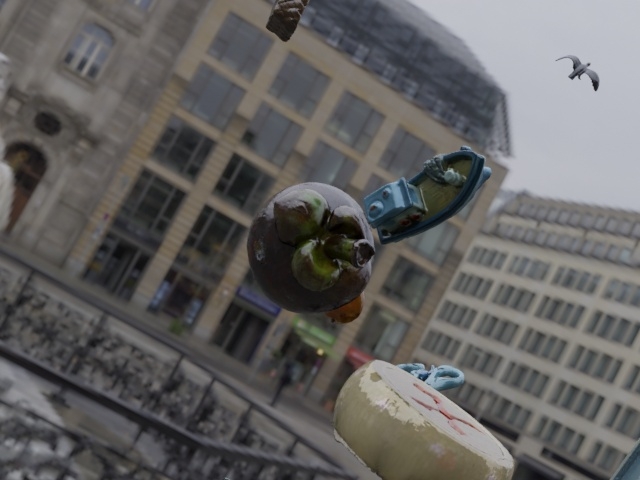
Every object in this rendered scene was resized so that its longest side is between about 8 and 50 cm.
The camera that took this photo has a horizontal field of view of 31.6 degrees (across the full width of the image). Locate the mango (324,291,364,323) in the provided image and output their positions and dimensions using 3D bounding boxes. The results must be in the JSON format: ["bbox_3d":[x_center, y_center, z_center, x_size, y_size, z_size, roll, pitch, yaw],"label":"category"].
[{"bbox_3d":[0.036,0.091,2.007,0.080,0.114,0.060,2,-7,-7],"label":"mango"}]

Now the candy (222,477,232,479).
[{"bbox_3d":[-0.121,0.496,2.000,0.046,0.053,0.182,-25,80,-48],"label":"candy"}]

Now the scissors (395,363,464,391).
[{"bbox_3d":[0.203,0.329,2.488,0.180,0.032,0.393,1,10,18],"label":"scissors"}]

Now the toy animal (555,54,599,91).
[{"bbox_3d":[0.422,-0.274,1.833,0.084,0.028,0.050,41,35,13],"label":"toy animal"}]

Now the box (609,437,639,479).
[{"bbox_3d":[0.524,0.427,1.756,0.162,0.227,0.130,36,-2,-12],"label":"box"}]

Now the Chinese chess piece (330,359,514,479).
[{"bbox_3d":[0.178,0.352,1.996,0.338,0.140,0.338,35,7,-5],"label":"Chinese chess piece"}]

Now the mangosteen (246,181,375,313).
[{"bbox_3d":[-0.008,0.001,1.384,0.172,0.172,0.184,27,-28,12],"label":"mangosteen"}]

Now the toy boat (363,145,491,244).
[{"bbox_3d":[0.169,-0.080,1.824,0.238,0.109,0.098,-31,-34,32],"label":"toy boat"}]

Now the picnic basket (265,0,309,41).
[{"bbox_3d":[-0.038,-0.444,1.958,0.055,0.193,0.110,23,-10,-9],"label":"picnic basket"}]
